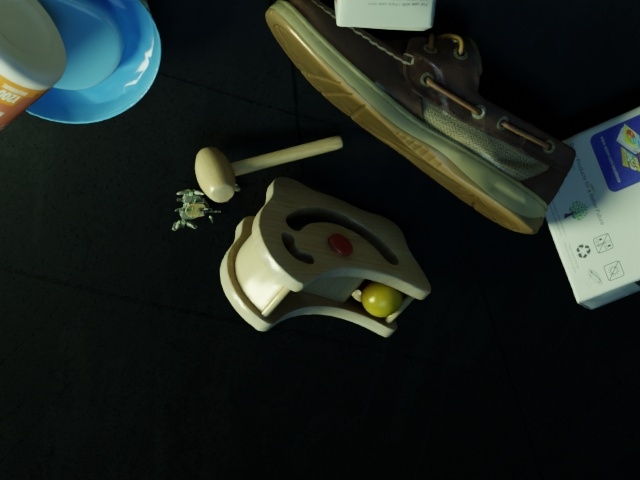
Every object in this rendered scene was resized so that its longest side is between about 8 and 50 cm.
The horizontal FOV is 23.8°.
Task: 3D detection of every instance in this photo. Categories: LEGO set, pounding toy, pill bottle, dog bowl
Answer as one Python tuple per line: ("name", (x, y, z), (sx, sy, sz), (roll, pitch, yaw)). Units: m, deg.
("LEGO set", (-0.123, -0.042, 1.582), (0.083, 0.023, 0.054), (-25, 132, 1))
("pounding toy", (0.000, 0.000, 1.525), (0.269, 0.154, 0.155), (21, 128, -27))
("pill bottle", (-0.333, -0.128, 1.323), (0.216, 0.121, 0.121), (-36, 124, 25))
("dog bowl", (-0.287, -0.217, 1.377), (0.297, 0.074, 0.166), (20, 128, -20))

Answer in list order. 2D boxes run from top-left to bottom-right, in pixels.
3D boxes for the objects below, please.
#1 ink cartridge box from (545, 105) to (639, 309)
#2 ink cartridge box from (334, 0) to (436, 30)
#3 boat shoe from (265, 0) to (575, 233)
("ink cartridge box", (0.381, -0.070, 1.485), (0.332, 0.165, 0.065), (-23, 161, 19))
("ink cartridge box", (0.056, -0.301, 1.269), (0.087, 0.153, 0.208), (0, 131, -3))
("boat shoe", (0.104, -0.145, 1.452), (0.342, 0.123, 0.123), (36, 86, -14))
